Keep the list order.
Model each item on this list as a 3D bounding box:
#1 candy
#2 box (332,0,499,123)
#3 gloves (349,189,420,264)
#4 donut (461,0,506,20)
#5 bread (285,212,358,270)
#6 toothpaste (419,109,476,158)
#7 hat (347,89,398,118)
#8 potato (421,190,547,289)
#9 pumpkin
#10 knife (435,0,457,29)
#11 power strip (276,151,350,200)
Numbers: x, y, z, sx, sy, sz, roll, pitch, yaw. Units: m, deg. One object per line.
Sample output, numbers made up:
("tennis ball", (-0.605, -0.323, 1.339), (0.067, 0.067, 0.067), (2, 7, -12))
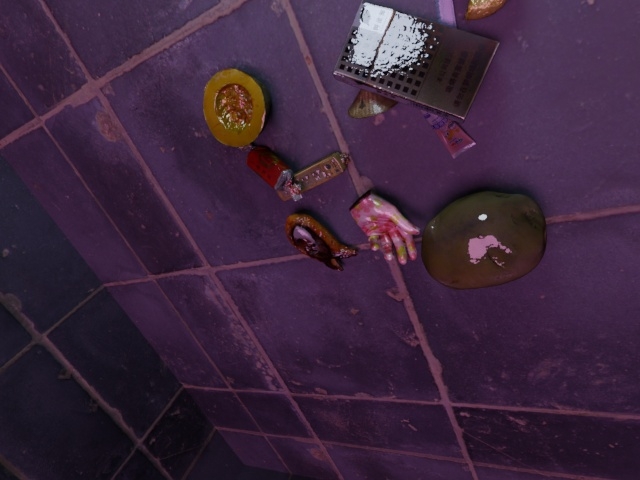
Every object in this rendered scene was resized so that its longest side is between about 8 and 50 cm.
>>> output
("candy", (-0.160, -0.229, 1.281), (0.292, 0.059, 0.086), (41, 125, 16))
("box", (0.208, -0.407, 0.930), (0.325, 0.047, 0.180), (25, 96, 13))
("gloves", (0.203, -0.038, 1.231), (0.145, 0.126, 0.241), (-42, 97, 16))
("donut", (0.322, -0.545, 0.826), (0.146, 0.078, 0.181), (-28, 111, 36))
("bread", (-0.007, 0.003, 1.389), (0.269, 0.095, 0.139), (31, 135, -16))
("toothpaste", (0.309, -0.297, 1.041), (0.194, 0.043, 0.067), (43, 128, -16))
("hat", (0.126, -0.366, 1.003), (0.146, 0.146, 0.067), (-4, 129, 29))
("potato", (0.417, 0.004, 1.086), (0.326, 0.221, 0.243), (-21, 115, 41))
("pumpkin", (-0.228, -0.392, 1.200), (0.217, 0.110, 0.217), (13, 118, 26))
("knife", (0.296, -0.472, 0.935), (0.044, 0.019, 0.313), (-3, 120, 29))
("power strip", (-0.031, -0.198, 1.275), (0.305, 0.044, 0.064), (-21, 112, 35))
